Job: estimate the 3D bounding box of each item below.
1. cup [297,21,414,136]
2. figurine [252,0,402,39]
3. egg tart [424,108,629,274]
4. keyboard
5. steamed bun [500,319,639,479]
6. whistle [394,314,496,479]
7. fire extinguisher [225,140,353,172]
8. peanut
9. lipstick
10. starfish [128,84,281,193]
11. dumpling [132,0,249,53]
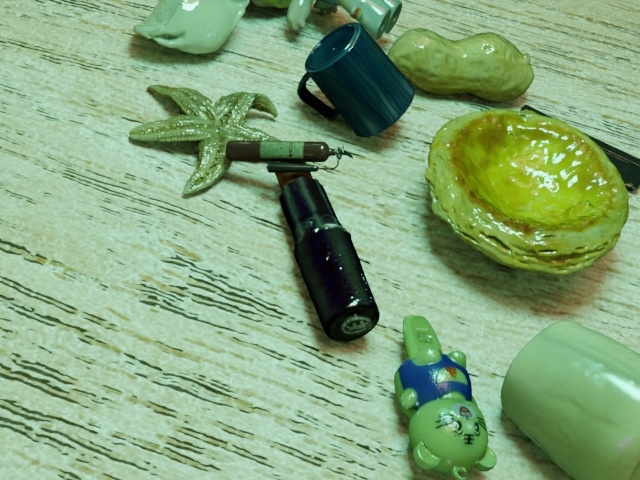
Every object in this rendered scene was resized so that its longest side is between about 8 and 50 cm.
[{"bbox_3d":[0.044,-0.234,1.383,0.138,0.150,0.113,46,13,-30],"label":"cup"},{"bbox_3d":[-0.033,-0.479,1.557,0.382,0.205,0.224,22,38,-1],"label":"figurine"},{"bbox_3d":[0.287,-0.057,1.318,0.319,0.128,0.319,7,46,-8],"label":"egg tart"},{"bbox_3d":[0.429,-0.153,1.523,0.231,0.023,0.072,28,54,9],"label":"keyboard"},{"bbox_3d":[0.327,0.200,1.090,0.225,0.170,0.200,35,14,36],"label":"steamed bun"},{"bbox_3d":[0.139,0.181,1.079,0.105,0.085,0.227,9,46,-22],"label":"whistle"},{"bbox_3d":[-0.045,-0.115,1.251,0.173,0.035,0.049,1,36,9],"label":"fire extinguisher"},{"bbox_3d":[0.236,-0.297,1.534,0.263,0.117,0.101,4,26,-10],"label":"peanut"},{"bbox_3d":[0.000,0.000,1.205,0.081,0.081,0.299,-3,47,-20],"label":"lipstick"},{"bbox_3d":[-0.157,-0.153,1.326,0.277,0.062,0.235,33,53,8],"label":"starfish"},{"bbox_3d":[-0.215,-0.359,1.460,0.181,0.111,0.155,5,13,-29],"label":"dumpling"}]
